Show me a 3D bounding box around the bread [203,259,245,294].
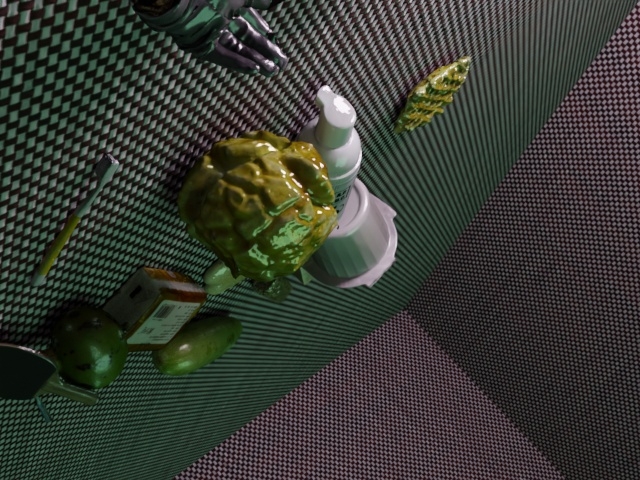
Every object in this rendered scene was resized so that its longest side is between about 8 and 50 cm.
[{"bbox_3d":[-0.172,0.034,2.010,0.251,0.039,0.182,-36,163,-25],"label":"bread"}]

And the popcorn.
[{"bbox_3d":[-0.109,-0.054,1.523,0.247,0.282,0.282,-50,169,-27],"label":"popcorn"}]

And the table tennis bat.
[{"bbox_3d":[-0.504,0.244,1.490,0.246,0.022,0.138,26,124,-32],"label":"table tennis bat"}]

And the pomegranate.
[{"bbox_3d":[-0.463,0.201,1.574,0.220,0.156,0.156,-4,152,-14],"label":"pomegranate"}]

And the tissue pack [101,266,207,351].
[{"bbox_3d":[-0.352,0.150,1.766,0.183,0.092,0.226,-46,166,8],"label":"tissue pack"}]

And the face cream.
[{"bbox_3d":[0.010,-0.166,1.733,0.145,0.145,0.370,-37,164,-24],"label":"face cream"}]

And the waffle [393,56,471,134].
[{"bbox_3d":[0.269,-0.353,2.066,0.223,0.054,0.204,-35,163,-21],"label":"waffle"}]

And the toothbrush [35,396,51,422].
[{"bbox_3d":[-0.602,0.355,1.819,0.019,0.016,0.219,-36,163,-21],"label":"toothbrush"}]

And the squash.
[{"bbox_3d":[-0.289,0.255,2.156,0.118,0.118,0.370,-51,164,25],"label":"squash"}]

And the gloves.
[{"bbox_3d":[-0.133,-0.295,1.104,0.142,0.119,0.285,-47,150,15],"label":"gloves"}]

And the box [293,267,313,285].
[{"bbox_3d":[0.000,0.000,2.245,0.212,0.095,0.168,-41,166,-11],"label":"box"}]

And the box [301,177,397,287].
[{"bbox_3d":[0.026,-0.043,2.036,0.291,0.262,0.206,-3,152,14],"label":"box"}]

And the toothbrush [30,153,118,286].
[{"bbox_3d":[-0.392,-0.027,1.331,0.288,0.024,0.021,-50,161,28],"label":"toothbrush"}]

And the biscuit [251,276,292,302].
[{"bbox_3d":[-0.131,0.123,2.300,0.082,0.070,0.168,-51,163,-5],"label":"biscuit"}]
